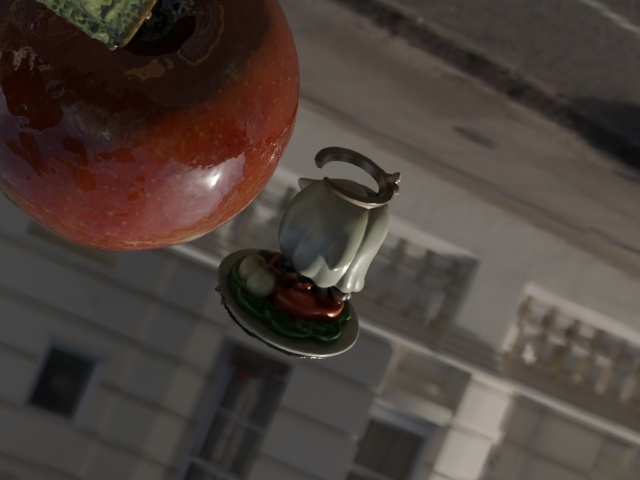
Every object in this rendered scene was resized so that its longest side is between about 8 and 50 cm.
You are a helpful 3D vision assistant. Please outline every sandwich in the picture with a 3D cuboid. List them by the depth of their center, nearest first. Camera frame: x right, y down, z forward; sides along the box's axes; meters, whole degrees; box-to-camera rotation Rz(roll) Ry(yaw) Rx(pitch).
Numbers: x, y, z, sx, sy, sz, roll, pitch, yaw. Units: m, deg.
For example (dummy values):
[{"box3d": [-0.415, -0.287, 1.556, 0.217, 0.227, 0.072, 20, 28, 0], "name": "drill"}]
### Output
[{"box3d": [-0.156, -0.191, 0.957, 0.090, 0.088, 0.244, 28, 179, -16], "name": "sandwich"}]

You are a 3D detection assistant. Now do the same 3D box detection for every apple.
[{"box3d": [-0.187, -0.161, 1.369, 0.348, 0.348, 0.277, 23, 155, -3], "name": "apple"}]

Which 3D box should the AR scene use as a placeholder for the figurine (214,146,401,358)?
[{"box3d": [0.000, 0.000, 1.095, 0.132, 0.154, 0.132, 21, -149, -14], "name": "figurine"}]
